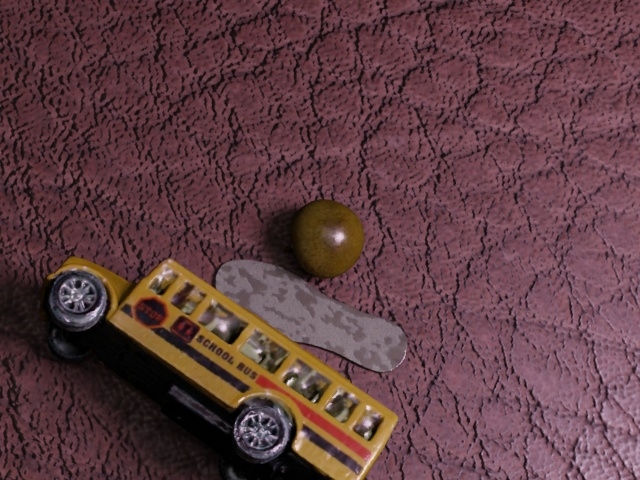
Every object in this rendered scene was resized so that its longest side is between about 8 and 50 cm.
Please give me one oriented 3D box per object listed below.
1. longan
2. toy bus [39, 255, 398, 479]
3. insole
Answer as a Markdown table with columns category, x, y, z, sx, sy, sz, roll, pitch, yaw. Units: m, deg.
| category | x | y | z | sx | sy | sz | roll | pitch | yaw |
| --- | --- | --- | --- | --- | --- | --- | --- | --- | --- |
| longan | 0.000 | 0.000 | 1.799 | 0.083 | 0.075 | 0.075 | -22 | 72 | 33 |
| toy bus | -0.096 | 0.121 | 1.727 | 0.335 | 0.121 | 0.123 | 35 | 66 | 7 |
| insole | -0.009 | 0.071 | 1.803 | 0.193 | 0.006 | 0.065 | 22 | 73 | 3 |
